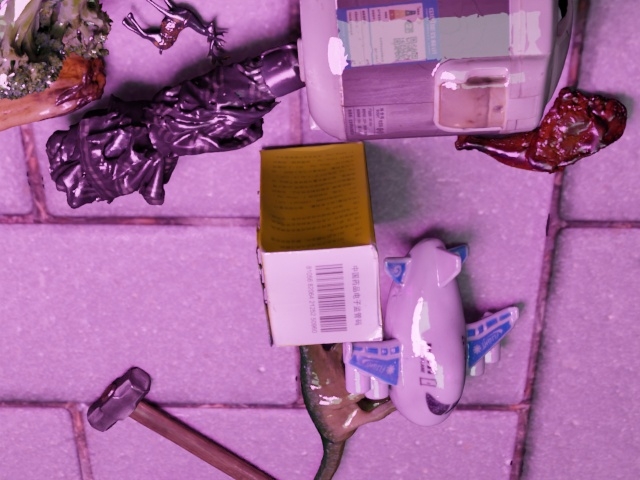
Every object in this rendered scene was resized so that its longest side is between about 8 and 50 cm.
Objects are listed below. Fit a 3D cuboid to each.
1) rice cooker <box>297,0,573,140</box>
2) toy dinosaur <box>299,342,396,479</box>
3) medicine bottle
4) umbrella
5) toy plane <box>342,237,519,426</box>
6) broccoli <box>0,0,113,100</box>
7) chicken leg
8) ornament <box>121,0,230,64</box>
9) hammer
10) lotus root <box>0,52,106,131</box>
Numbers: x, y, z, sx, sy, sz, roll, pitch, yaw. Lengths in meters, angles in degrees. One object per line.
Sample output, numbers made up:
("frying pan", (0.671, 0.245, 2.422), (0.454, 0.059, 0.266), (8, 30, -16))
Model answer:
("rice cooker", (0.115, -0.237, 1.105), (0.277, 0.288, 0.288), (-1, 125, 4))
("toy dinosaur", (-0.020, 0.254, 1.577), (0.300, 0.087, 0.447), (-27, 118, 25))
("medicine bottle", (0.000, 0.000, 1.292), (0.141, 0.250, 0.137), (-4, 124, 0))
("umbrella", (-0.157, -0.127, 1.276), (0.336, 0.128, 0.154), (-18, 160, 8))
("toy plane", (0.144, 0.124, 1.434), (0.266, 0.122, 0.267), (-9, 111, -24))
("broccoli", (-0.341, -0.275, 1.108), (0.241, 0.261, 0.269), (-14, 91, 34))
("chicken leg", (0.272, -0.126, 1.322), (0.205, 0.053, 0.093), (-24, 98, 8))
("ornament", (-0.162, -0.241, 1.261), (0.125, 0.028, 0.073), (32, 119, -18))
("hammer", (-0.177, 0.320, 1.642), (0.365, 0.043, 0.111), (36, 117, -23))
("lotus root", (-0.376, -0.173, 1.244), (0.258, 0.097, 0.110), (-18, 152, -15))
